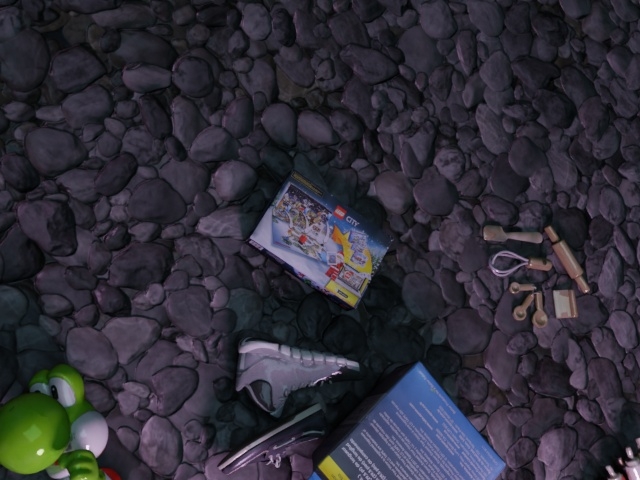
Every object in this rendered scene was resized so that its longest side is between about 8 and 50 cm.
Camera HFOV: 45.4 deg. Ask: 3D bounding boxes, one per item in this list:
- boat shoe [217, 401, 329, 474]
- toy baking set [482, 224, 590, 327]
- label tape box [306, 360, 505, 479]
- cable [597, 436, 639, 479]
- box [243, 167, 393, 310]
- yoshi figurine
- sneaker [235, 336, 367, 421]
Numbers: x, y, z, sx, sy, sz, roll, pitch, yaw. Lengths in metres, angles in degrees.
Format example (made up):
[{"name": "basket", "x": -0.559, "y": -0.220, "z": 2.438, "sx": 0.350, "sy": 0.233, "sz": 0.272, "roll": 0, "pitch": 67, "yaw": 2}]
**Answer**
[{"name": "boat shoe", "x": -0.072, "y": 0.343, "z": 1.276, "sx": 0.206, "sy": 0.075, "sz": 0.065, "roll": -25, "pitch": 85, "yaw": -29}, {"name": "toy baking set", "x": 0.443, "y": 0.059, "z": 1.566, "sx": 0.197, "sy": 0.030, "sz": 0.256, "roll": -27, "pitch": 89, "yaw": -24}, {"name": "label tape box", "x": 0.114, "y": 0.401, "z": 1.273, "sx": 0.334, "sy": 0.106, "sz": 0.240, "roll": -40, "pitch": 92, "yaw": -26}, {"name": "cable", "x": 0.646, "y": 0.541, "z": 1.513, "sx": 0.139, "sy": 0.072, "sz": 0.287, "roll": -31, "pitch": 91, "yaw": -19}, {"name": "box", "x": 0.000, "y": 0.000, "z": 1.398, "sx": 0.233, "sy": 0.044, "sz": 0.159, "roll": 35, "pitch": 68, "yaw": -11}, {"name": "yoshi figurine", "x": -0.374, "y": 0.362, "z": 1.092, "sx": 0.204, "sy": 0.203, "sz": 0.362, "roll": -16, "pitch": 81, "yaw": -17}, {"name": "sneaker", "x": -0.040, "y": 0.249, "z": 1.313, "sx": 0.229, "sy": 0.086, "sz": 0.132, "roll": 13, "pitch": 78, "yaw": -8}]
